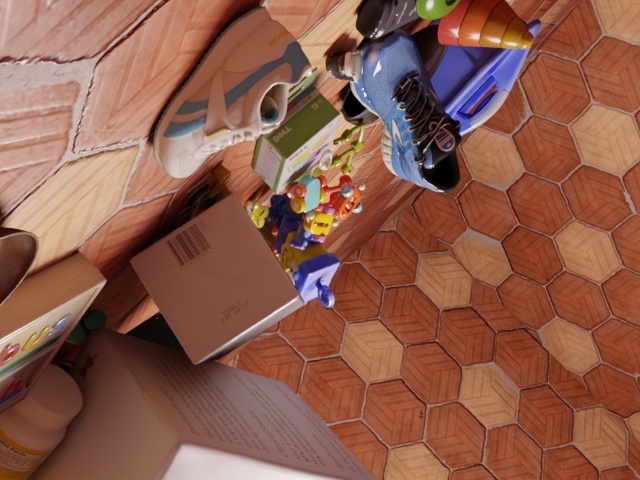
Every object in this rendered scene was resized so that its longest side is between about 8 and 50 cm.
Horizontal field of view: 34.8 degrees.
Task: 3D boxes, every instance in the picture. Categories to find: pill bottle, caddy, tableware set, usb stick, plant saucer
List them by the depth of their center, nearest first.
[{"bbox_3d":[-0.347,0.051,0.936,0.198,0.036,0.198,-43,173,-6],"label":"plant saucer"},{"bbox_3d":[0.138,-0.342,1.413,0.278,0.045,0.077,-36,166,-48],"label":"usb stick"},{"bbox_3d":[-0.435,0.274,1.445,0.208,0.119,0.119,-46,173,20],"label":"pill bottle"},{"bbox_3d":[-0.157,-0.061,1.462,0.104,0.024,0.154,-42,173,-26],"label":"tableware set"},{"bbox_3d":[0.251,-0.292,1.849,0.341,0.179,0.241,-47,174,24],"label":"caddy"}]

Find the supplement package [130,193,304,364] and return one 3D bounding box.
[{"bbox_3d":[-0.144,0.065,1.530,0.177,0.175,0.293,-33,175,-3],"label":"supplement package"}]

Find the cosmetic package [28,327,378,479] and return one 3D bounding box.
[{"bbox_3d":[-0.195,0.381,1.527,0.393,0.329,0.327,24,99,-38],"label":"cosmetic package"}]

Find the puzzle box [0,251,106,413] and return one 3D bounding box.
[{"bbox_3d":[-0.435,0.178,1.130,0.272,0.052,0.409,-50,172,35],"label":"puzzle box"}]

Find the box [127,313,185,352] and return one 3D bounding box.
[{"bbox_3d":[-0.384,0.332,1.867,0.294,0.183,0.296,-47,173,34],"label":"box"}]

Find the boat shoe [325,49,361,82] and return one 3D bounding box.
[{"bbox_3d":[0.034,-0.244,1.429,0.125,0.038,0.046,-41,133,-76],"label":"boat shoe"}]

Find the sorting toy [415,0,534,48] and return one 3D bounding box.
[{"bbox_3d":[0.216,-0.325,1.367,0.127,0.126,0.365,-59,162,5],"label":"sorting toy"}]

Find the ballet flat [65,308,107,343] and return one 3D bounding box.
[{"bbox_3d":[-0.344,0.127,1.441,0.041,0.041,0.114,-47,172,19],"label":"ballet flat"}]

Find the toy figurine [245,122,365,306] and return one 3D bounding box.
[{"bbox_3d":[0.000,0.000,1.720,0.191,0.217,0.362,-11,152,-25],"label":"toy figurine"}]

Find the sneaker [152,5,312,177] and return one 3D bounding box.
[{"bbox_3d":[-0.098,-0.133,1.069,0.229,0.092,0.087,-48,174,39],"label":"sneaker"}]

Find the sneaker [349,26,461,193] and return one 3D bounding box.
[{"bbox_3d":[0.153,-0.198,1.575,0.130,0.147,0.330,-42,138,-11],"label":"sneaker"}]

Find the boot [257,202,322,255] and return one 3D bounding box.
[{"bbox_3d":[-0.084,-0.010,2.008,0.213,0.077,0.165,-48,177,-26],"label":"boot"}]

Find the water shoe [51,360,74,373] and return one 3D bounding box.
[{"bbox_3d":[-0.443,0.271,1.581,0.203,0.073,0.080,-44,176,0],"label":"water shoe"}]

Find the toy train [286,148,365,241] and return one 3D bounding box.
[{"bbox_3d":[0.003,-0.071,1.582,0.125,0.046,0.166,-57,146,-13],"label":"toy train"}]

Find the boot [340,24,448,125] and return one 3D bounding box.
[{"bbox_3d":[0.119,-0.263,1.646,0.219,0.082,0.106,-44,177,16],"label":"boot"}]

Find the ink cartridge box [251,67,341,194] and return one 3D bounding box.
[{"bbox_3d":[-0.034,-0.152,1.475,0.109,0.062,0.209,-41,172,-17],"label":"ink cartridge box"}]
